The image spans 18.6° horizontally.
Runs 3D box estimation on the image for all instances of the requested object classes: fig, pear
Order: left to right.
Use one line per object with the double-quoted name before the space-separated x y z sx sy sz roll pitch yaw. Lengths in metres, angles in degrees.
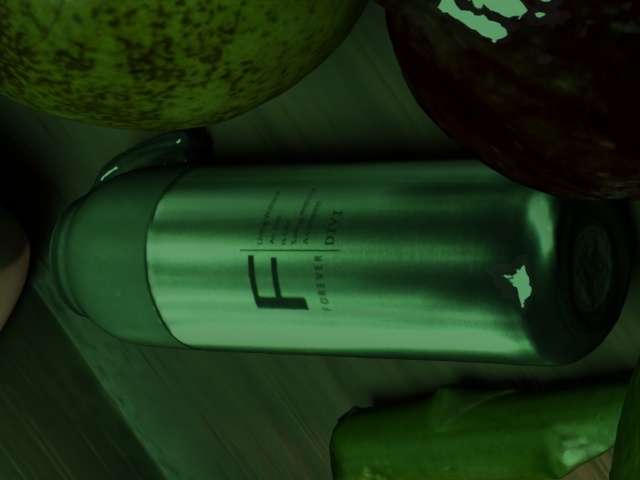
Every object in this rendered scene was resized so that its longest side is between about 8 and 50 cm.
"pear" -0.065 -0.131 0.680 0.197 0.197 0.197 19 127 27
"fig" 0.086 -0.079 0.593 0.149 0.202 0.148 -12 103 24

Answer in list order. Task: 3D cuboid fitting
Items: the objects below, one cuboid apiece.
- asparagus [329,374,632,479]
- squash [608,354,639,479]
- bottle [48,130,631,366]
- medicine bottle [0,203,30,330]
"asparagus" 0.080 0.080 0.805 0.178 0.041 0.045 -13 64 41
"squash" 0.193 0.069 0.566 0.310 0.310 0.309 51 147 -1
"bottle" 0.000 0.000 0.791 0.253 0.079 0.096 -1 79 37
"medicine bottle" -0.324 -0.036 0.917 0.339 0.208 0.208 42 134 8
